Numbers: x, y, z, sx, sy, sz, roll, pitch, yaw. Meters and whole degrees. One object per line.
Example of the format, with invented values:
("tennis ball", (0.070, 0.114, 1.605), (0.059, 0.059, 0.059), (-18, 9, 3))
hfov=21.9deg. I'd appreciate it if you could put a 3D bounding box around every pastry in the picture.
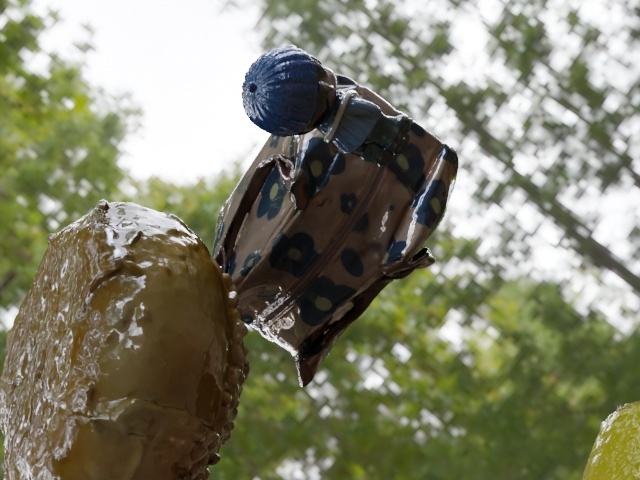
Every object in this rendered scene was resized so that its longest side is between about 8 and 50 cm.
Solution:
("pastry", (-0.159, 0.118, 1.416), (0.184, 0.316, 0.284), (17, -71, -22))

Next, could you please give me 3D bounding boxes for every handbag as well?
("handbag", (0.000, 0.000, 1.572), (0.251, 0.190, 0.193), (-52, 7, 33))

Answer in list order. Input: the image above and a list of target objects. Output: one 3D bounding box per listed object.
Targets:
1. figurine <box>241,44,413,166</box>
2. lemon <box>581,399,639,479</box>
("figurine", (0.001, -0.096, 1.270), (0.077, 0.136, 0.079), (-37, 23, 49))
("lemon", (0.423, 0.347, 1.689), (0.364, 0.364, 0.364), (-37, -30, -26))
